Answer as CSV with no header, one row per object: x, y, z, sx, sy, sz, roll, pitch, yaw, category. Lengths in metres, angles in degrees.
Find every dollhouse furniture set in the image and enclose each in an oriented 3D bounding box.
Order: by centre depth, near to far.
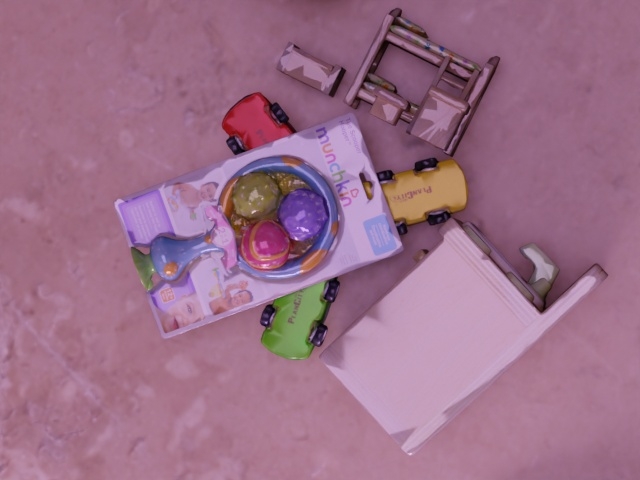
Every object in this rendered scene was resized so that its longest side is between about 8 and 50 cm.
0.057,-0.163,1.737,0.182,0.161,0.101,27,93,5,dollhouse furniture set

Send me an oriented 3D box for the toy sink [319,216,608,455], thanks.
0.127,0.063,1.734,0.234,0.153,0.131,-43,85,6,toy sink

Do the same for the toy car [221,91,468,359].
0.000,0.000,1.799,0.239,0.053,0.225,19,93,8,toy car

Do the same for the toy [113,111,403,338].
-0.060,-0.013,1.751,0.237,0.056,0.137,-20,89,8,toy
